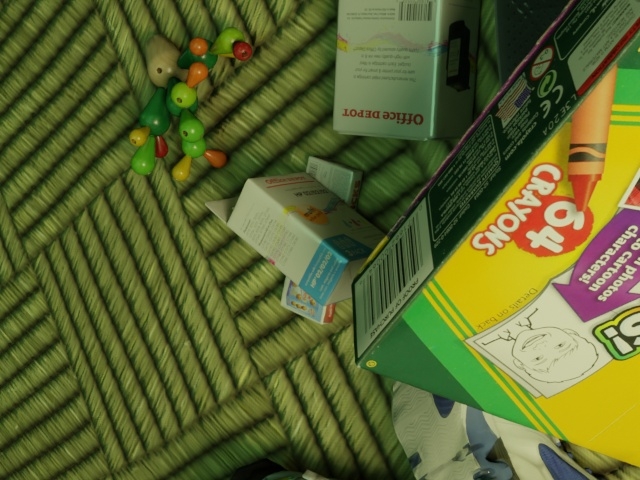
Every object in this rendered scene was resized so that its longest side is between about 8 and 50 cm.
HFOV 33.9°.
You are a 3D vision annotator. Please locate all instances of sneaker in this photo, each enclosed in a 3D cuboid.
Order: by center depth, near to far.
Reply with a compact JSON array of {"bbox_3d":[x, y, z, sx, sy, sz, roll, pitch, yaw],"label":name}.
[{"bbox_3d":[0.181,0.212,0.974,0.127,0.182,0.315,-42,40,37],"label":"sneaker"}]

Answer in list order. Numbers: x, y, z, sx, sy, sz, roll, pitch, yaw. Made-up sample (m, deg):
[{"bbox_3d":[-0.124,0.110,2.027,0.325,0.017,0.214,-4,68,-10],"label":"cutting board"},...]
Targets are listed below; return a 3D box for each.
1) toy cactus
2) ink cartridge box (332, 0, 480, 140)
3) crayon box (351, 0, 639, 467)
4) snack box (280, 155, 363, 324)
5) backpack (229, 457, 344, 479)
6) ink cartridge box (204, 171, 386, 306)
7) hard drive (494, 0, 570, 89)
[{"bbox_3d":[-0.159,-0.180,1.238,0.219,0.112,0.180,-58,42,31],"label":"toy cactus"},{"bbox_3d":[0.084,-0.189,1.034,0.127,0.072,0.175,10,102,38],"label":"ink cartridge box"},{"bbox_3d":[0.247,0.000,0.759,0.363,0.313,0.106,-54,23,35],"label":"crayon box"},{"bbox_3d":[0.000,0.000,1.160,0.064,0.022,0.178,22,109,34],"label":"snack box"},{"bbox_3d":[0.039,0.385,1.053,0.356,0.273,0.290,1,89,27],"label":"backpack"},{"bbox_3d":[-0.021,-0.016,1.092,0.181,0.104,0.061,39,116,24],"label":"ink cartridge box"},{"bbox_3d":[0.229,-0.199,0.876,0.172,0.054,0.254,18,129,37],"label":"hard drive"}]
